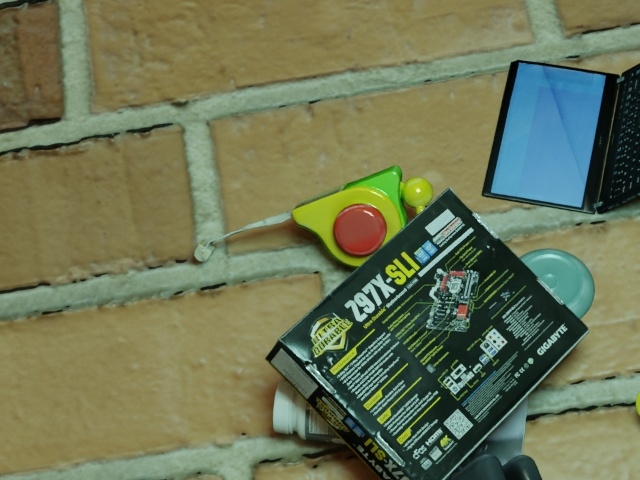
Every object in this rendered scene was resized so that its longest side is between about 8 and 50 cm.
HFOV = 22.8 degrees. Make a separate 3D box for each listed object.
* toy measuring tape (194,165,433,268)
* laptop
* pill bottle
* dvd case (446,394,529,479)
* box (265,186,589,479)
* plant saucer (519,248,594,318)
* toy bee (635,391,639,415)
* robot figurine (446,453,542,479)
[{"bbox_3d":[0.000,0.000,2.103,0.330,0.121,0.121,-21,60,13],"label":"toy measuring tape"},{"bbox_3d":[0.367,-0.170,2.129,0.137,0.264,0.234,26,61,-22],"label":"laptop"},{"bbox_3d":[0.013,0.214,1.983,0.137,0.078,0.078,5,62,8],"label":"pill bottle"},{"bbox_3d":[0.179,0.205,2.007,0.165,0.018,0.221,6,61,9],"label":"dvd case"},{"bbox_3d":[0.136,0.127,1.948,0.257,0.079,0.322,45,63,7],"label":"box"},{"bbox_3d":[0.299,0.058,2.075,0.119,0.021,0.119,-2,60,4],"label":"plant saucer"},{"bbox_3d":[0.462,0.240,1.905,0.195,0.162,0.298,33,44,30],"label":"toy bee"},{"bbox_3d":[0.231,0.384,1.813,0.209,0.173,0.278,-15,60,-3],"label":"robot figurine"}]
